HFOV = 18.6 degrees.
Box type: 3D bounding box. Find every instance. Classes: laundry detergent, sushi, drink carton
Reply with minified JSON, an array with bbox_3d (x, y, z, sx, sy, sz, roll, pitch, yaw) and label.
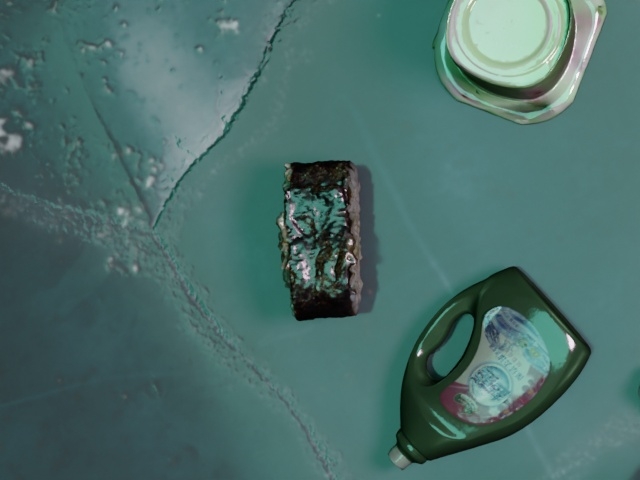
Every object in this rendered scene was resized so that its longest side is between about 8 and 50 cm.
[{"bbox_3d":[0.140,0.131,1.836,0.211,0.063,0.137,-42,80,9],"label":"laundry detergent"},{"bbox_3d":[0.000,0.000,1.845,0.078,0.090,0.150,-3,88,6],"label":"sushi"},{"bbox_3d":[0.174,-0.188,1.790,0.146,0.142,0.144,21,94,7],"label":"drink carton"}]

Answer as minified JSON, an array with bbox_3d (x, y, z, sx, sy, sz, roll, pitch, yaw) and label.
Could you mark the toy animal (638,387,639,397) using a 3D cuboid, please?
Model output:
[{"bbox_3d":[0.430,0.119,1.744,0.282,0.138,0.140,-24,77,7],"label":"toy animal"}]
